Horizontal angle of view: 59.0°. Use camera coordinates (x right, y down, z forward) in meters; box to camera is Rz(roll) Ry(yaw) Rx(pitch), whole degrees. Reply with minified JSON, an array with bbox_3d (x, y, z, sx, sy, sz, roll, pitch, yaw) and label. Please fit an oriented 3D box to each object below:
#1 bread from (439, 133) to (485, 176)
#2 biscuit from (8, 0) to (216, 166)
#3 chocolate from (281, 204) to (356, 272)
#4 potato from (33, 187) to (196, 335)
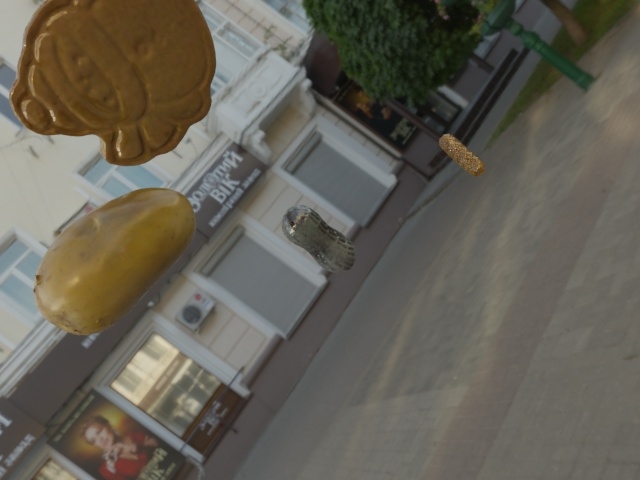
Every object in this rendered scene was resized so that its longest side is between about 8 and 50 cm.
[{"bbox_3d":[0.370,-0.224,1.481,0.044,0.157,0.052,-40,-26,-1],"label":"bread"},{"bbox_3d":[-0.337,-0.289,0.964,0.351,0.312,0.057,-48,35,-4],"label":"biscuit"},{"bbox_3d":[0.000,0.000,0.999,0.072,0.167,0.072,-37,28,24],"label":"chocolate"},{"bbox_3d":[-0.265,0.020,0.738,0.234,0.146,0.150,-47,44,-3],"label":"potato"}]
